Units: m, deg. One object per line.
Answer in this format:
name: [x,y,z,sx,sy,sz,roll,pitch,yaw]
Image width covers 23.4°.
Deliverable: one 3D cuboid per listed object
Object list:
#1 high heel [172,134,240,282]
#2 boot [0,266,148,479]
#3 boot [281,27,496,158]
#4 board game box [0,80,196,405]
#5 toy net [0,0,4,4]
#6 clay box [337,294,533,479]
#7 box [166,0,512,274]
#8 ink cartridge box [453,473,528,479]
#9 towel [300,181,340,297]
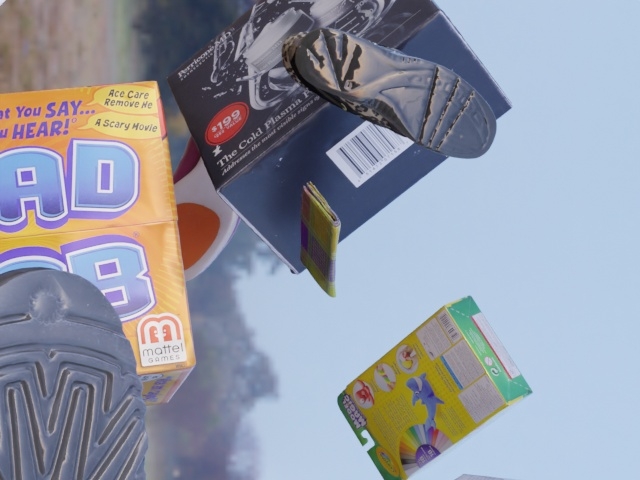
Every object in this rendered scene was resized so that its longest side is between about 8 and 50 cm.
high heel: [-0.151,-0.118,2.347,0.181,0.127,0.377,-72,-173,-70]
boot: [-0.288,0.193,1.105,0.445,0.146,0.367,4,-89,58]
boot: [0.069,-0.168,1.697,0.085,0.236,0.178,-65,-166,3]
board game box: [-0.372,0.034,1.957,0.356,0.356,0.356,130,-48,-73]
toy net: [-0.361,-0.210,1.657,0.122,0.045,0.232,-83,-168,-71]
clay box: [0.119,0.171,1.702,0.222,0.053,0.127,-44,-107,43]
box: [0.012,-0.188,1.955,0.179,0.343,0.312,47,8,-34]
ink cartridge box: [0.177,0.330,1.432,0.045,0.224,0.223,-31,122,-67]
towel: [0.000,0.000,1.260,0.060,0.009,0.083,52,-31,43]
